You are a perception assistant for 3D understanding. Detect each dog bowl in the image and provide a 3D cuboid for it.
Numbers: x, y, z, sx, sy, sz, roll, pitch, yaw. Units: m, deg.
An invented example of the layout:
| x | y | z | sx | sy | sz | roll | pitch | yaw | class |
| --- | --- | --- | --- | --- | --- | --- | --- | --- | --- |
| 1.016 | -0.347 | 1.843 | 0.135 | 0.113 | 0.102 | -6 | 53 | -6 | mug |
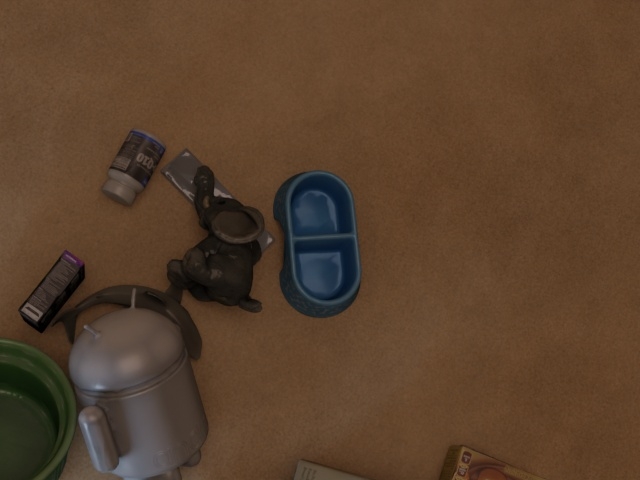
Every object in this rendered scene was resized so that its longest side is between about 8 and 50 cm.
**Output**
| x | y | z | sx | sy | sz | roll | pitch | yaw | class |
| --- | --- | --- | --- | --- | --- | --- | --- | --- | --- |
| 0.000 | 0.000 | 1.956 | 0.165 | 0.074 | 0.297 | -3 | 80 | -12 | dog bowl |

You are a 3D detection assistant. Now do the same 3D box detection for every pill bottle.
| x | y | z | sx | sy | sz | roll | pitch | yaw | class |
| --- | --- | --- | --- | --- | --- | --- | --- | --- | --- |
| -0.359 | -0.140 | 1.910 | 0.078 | 0.078 | 0.137 | 27 | 76 | -5 | pill bottle |

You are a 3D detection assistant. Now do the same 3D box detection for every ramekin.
| x | y | z | sx | sy | sz | roll | pitch | yaw | class |
| --- | --- | --- | --- | --- | --- | --- | --- | --- | --- |
| -0.568 | 0.330 | 1.691 | 0.303 | 0.148 | 0.303 | 7 | 53 | -9 | ramekin |

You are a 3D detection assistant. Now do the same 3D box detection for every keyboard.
| x | y | z | sx | sy | sz | roll | pitch | yaw | class |
| --- | --- | --- | --- | --- | --- | --- | --- | --- | --- |
| -0.201 | -0.069 | 1.963 | 0.256 | 0.014 | 0.072 | 46 | 69 | 0 | keyboard |

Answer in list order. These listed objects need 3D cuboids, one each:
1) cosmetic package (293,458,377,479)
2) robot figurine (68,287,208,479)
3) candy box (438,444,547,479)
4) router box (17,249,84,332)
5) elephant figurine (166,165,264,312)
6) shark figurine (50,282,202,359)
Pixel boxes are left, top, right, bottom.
| x | y | z | sx | sy | sz | roll | pitch | yaw | class |
| --- | --- | --- | --- | --- | --- | --- | --- | --- | --- |
| 0.094 | 0.515 | 1.804 | 0.309 | 0.113 | 0.160 | 13 | 75 | 12 | cosmetic package |
| -0.313 | 0.265 | 1.726 | 0.199 | 0.300 | 0.354 | -2 | 117 | 22 | robot figurine |
| 0.290 | 0.570 | 1.890 | 0.182 | 0.087 | 0.317 | 22 | 75 | -5 | candy box |
| -0.479 | 0.095 | 1.787 | 0.046 | 0.179 | 0.133 | 37 | 73 | -5 | router box |
| -0.175 | -0.008 | 1.878 | 0.186 | 0.169 | 0.239 | 41 | 62 | -29 | elephant figurine |
| -0.347 | 0.118 | 1.845 | 0.278 | 0.116 | 0.166 | 9 | 76 | -11 | shark figurine |
